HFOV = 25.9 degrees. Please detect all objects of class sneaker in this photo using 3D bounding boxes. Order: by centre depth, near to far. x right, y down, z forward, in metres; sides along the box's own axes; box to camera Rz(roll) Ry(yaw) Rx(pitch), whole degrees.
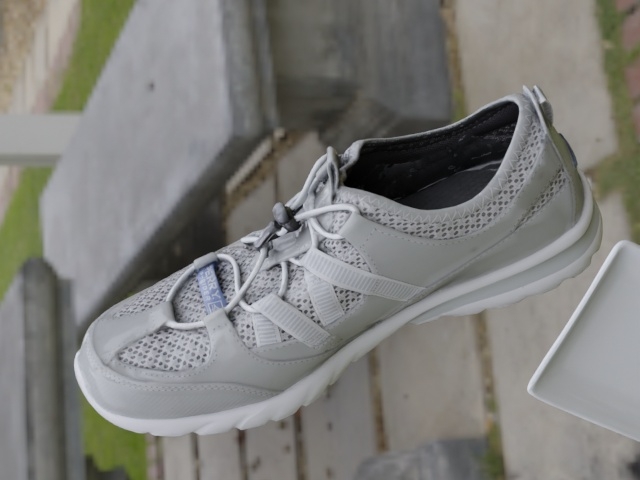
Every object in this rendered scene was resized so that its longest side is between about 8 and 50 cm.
[{"bbox_3d":[0.000,0.000,0.704,0.105,0.281,0.115,-119,6,-46],"label":"sneaker"}]

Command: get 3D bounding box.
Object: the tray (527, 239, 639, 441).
[{"bbox_3d":[0.299,0.101,1.130,0.145,0.270,0.030,-60,27,13],"label":"tray"}]
